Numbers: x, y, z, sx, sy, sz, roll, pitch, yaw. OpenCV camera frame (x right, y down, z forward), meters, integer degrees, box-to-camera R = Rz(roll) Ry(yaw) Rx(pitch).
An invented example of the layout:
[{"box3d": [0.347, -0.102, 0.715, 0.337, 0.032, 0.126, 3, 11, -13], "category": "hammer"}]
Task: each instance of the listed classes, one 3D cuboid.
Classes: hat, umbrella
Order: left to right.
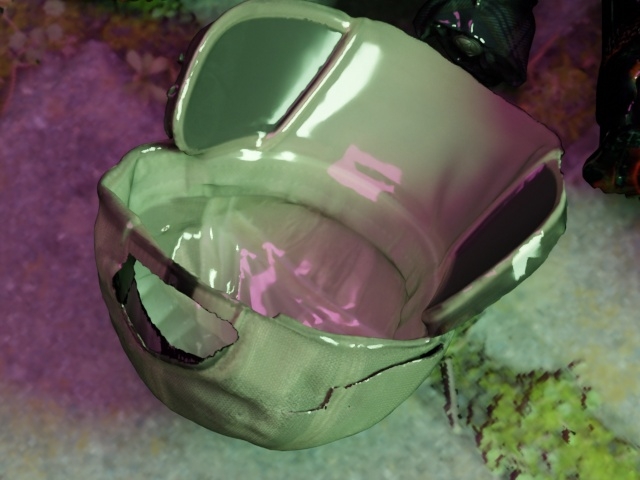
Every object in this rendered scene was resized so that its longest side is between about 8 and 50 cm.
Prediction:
[{"box3d": [0.006, -0.007, 1.052, 0.232, 0.161, 0.275, 37, 67, 15], "category": "hat"}, {"box3d": [0.122, -0.201, 1.159, 0.071, 0.080, 0.224, 6, 63, 44], "category": "umbrella"}]

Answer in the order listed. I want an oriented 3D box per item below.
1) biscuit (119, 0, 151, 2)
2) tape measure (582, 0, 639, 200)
[{"box3d": [-0.103, -0.287, 1.220, 0.305, 0.038, 0.305, -2, 70, 4], "category": "biscuit"}, {"box3d": [0.262, -0.109, 1.078, 0.223, 0.135, 0.202, 3, 61, 4], "category": "tape measure"}]
